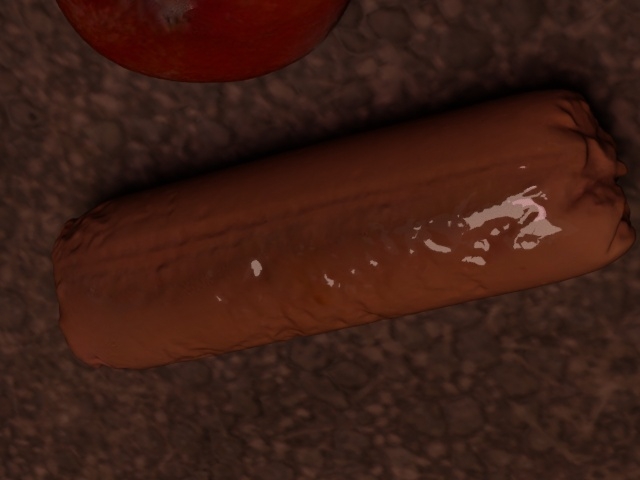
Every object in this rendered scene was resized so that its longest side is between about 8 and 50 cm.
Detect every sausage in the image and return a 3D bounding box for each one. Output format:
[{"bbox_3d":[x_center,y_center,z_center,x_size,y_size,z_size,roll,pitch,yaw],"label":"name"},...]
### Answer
[{"bbox_3d":[-0.001,-0.001,0.699,0.289,0.086,0.086,-14,122,28],"label":"sausage"}]

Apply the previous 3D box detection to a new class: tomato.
[{"bbox_3d":[-0.060,-0.120,0.636,0.155,0.069,0.156,10,130,12],"label":"tomato"}]
